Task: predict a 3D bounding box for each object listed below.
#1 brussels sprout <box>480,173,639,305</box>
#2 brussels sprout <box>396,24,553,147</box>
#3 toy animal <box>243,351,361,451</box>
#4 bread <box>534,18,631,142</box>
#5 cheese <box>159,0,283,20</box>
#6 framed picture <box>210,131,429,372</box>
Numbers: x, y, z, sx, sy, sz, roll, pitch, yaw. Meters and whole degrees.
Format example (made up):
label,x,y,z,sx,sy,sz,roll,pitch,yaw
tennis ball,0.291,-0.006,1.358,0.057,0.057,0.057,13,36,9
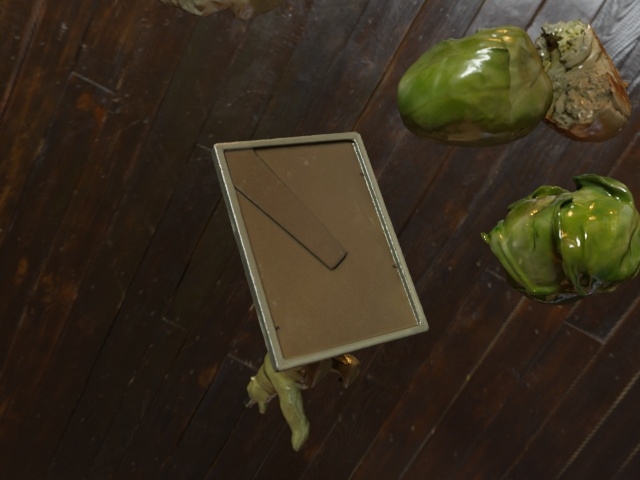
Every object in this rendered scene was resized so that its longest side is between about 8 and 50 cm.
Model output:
label,x,y,z,sx,sy,sz,roll,pitch,yaw
brussels sprout,0.455,0.003,1.132,0.260,0.294,0.227,-16,83,41
brussels sprout,0.318,-0.308,1.263,0.328,0.328,0.247,1,106,6
toy animal,-0.021,0.118,0.625,0.101,0.103,0.218,33,137,22
bread,0.576,-0.334,1.363,0.192,0.314,0.171,24,140,-39
cheese,-0.223,-0.573,1.299,0.327,0.318,0.115,-9,138,-8
framed picture,0.000,0.000,0.541,0.150,0.015,0.203,-10,73,-28
